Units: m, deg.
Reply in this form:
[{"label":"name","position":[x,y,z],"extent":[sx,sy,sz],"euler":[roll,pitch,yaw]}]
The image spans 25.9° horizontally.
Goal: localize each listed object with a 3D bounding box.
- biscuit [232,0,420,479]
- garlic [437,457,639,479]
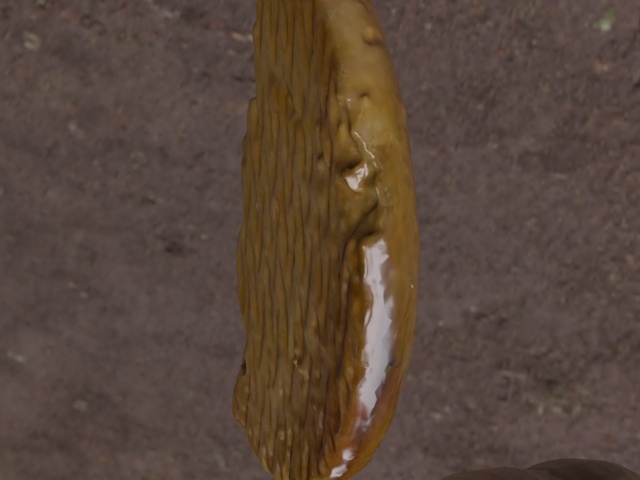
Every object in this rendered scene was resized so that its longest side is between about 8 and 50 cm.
[{"label":"biscuit","position":[0.001,0.000,0.500],"extent":[0.033,0.144,0.224],"euler":[-7,118,-19]},{"label":"garlic","position":[0.080,0.215,0.721],"extent":[0.218,0.219,0.212],"euler":[36,161,-22]}]
